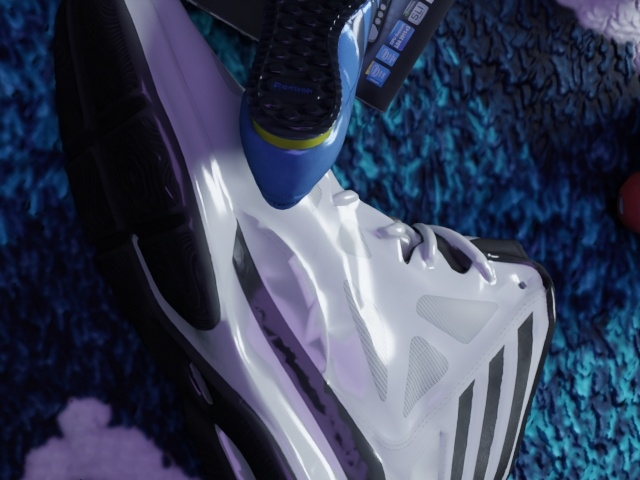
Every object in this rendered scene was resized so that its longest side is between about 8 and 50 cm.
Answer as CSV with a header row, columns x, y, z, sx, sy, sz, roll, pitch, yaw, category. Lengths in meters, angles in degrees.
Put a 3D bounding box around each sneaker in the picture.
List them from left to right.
x,y,z,sx,sy,sz,roll,pitch,yaw,category
-0.007,-0.111,0.782,0.069,0.082,0.209,12,53,3,sneaker
0.000,0.001,0.881,0.257,0.169,0.448,-25,95,-29,sneaker

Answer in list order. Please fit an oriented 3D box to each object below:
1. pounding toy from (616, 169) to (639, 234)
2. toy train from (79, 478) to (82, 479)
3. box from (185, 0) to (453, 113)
x,y,z,sx,sy,sz,roll,pitch,yaw,category
0.287,-0.078,0.951,0.183,0.110,0.237,-52,143,-39,pounding toy
-0.209,0.216,0.865,0.158,0.027,0.036,-40,89,-11,toy train
0.018,-0.278,0.845,0.242,0.076,0.307,29,106,-14,box
